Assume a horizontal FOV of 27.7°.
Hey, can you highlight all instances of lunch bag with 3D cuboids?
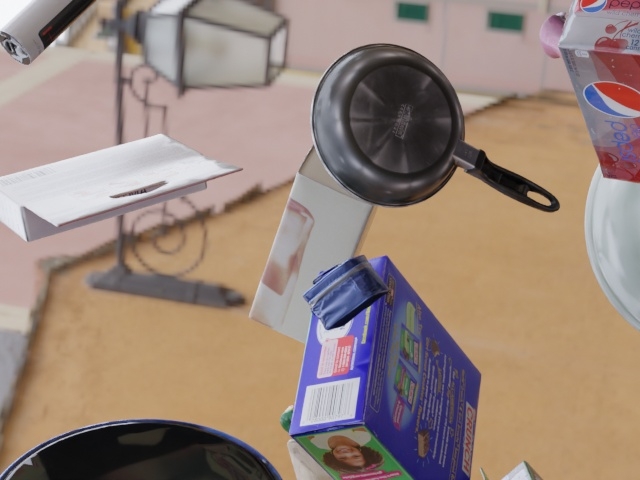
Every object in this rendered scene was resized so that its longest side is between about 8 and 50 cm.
[{"bbox_3d":[0.027,0.063,1.613,0.065,0.098,0.067,56,-160,11],"label":"lunch bag"}]

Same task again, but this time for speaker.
[{"bbox_3d":[-0.328,-0.275,1.573,0.136,0.055,0.055,-50,-26,-25],"label":"speaker"}]

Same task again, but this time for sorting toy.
[{"bbox_3d":[0.026,0.401,2.234,0.046,0.132,0.274,-47,-52,-53],"label":"sorting toy"}]

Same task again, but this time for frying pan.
[{"bbox_3d":[0.129,-0.092,1.525,0.197,0.326,0.053,-48,9,-19],"label":"frying pan"}]

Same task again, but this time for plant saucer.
[{"bbox_3d":[0.571,-0.031,1.830,0.100,0.400,0.400,23,-105,-71],"label":"plant saucer"}]

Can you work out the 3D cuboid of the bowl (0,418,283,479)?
[{"bbox_3d":[-0.218,0.343,1.559,0.391,0.391,0.077,-58,-26,-61],"label":"bowl"}]

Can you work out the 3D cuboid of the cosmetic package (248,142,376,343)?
[{"bbox_3d":[0.000,0.000,2.028,0.153,0.129,0.296,-60,-8,-55],"label":"cosmetic package"}]

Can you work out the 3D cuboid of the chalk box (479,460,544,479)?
[{"bbox_3d":[0.299,0.426,1.909,0.132,0.213,0.132,-43,7,8],"label":"chalk box"}]

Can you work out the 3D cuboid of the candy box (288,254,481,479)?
[{"bbox_3d":[0.100,0.224,1.790,0.317,0.122,0.268,50,-141,-40],"label":"candy box"}]

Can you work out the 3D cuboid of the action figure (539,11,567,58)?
[{"bbox_3d":[0.420,-0.336,1.811,0.275,0.248,0.370,-1,-92,-68],"label":"action figure"}]

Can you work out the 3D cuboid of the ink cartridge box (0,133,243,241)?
[{"bbox_3d":[-0.297,-0.067,1.884,0.296,0.261,0.066,-19,-64,-29],"label":"ink cartridge box"}]

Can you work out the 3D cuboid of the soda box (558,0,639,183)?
[{"bbox_3d":[0.318,-0.152,1.310,0.263,0.092,0.083,51,-125,-56],"label":"soda box"}]
